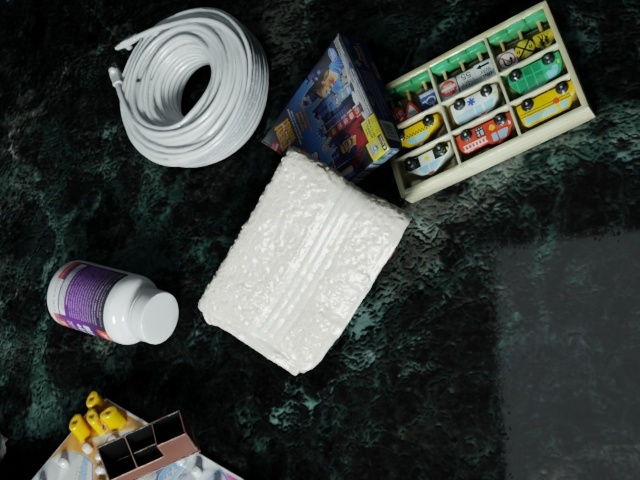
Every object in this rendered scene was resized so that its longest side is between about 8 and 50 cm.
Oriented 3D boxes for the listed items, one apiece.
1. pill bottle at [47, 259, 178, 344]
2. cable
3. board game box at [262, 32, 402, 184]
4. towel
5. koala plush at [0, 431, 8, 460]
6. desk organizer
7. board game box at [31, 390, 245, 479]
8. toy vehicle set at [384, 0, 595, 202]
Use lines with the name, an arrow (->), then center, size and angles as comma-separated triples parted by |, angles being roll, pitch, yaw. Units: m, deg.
pill bottle -> -0.314, 0.098, 1.428 | 0.193, 0.108, 0.108 | 11, 83, 33
cable -> -0.200, -0.235, 1.460 | 0.257, 0.089, 0.257 | -22, 68, 24
board game box -> 0.012, -0.148, 1.301 | 0.194, 0.060, 0.194 | -38, 61, 35
towel -> -0.028, 0.035, 1.230 | 0.187, 0.049, 0.282 | 31, 113, 1
koala plush -> -0.553, 0.385, 1.462 | 0.203, 0.196, 0.221 | -18, 68, 14
desk organizer -> -0.239, 0.288, 1.294 | 0.130, 0.050, 0.047 | -24, 46, -2
board game box -> -0.302, 0.430, 1.266 | 0.390, 0.050, 0.390 | 21, 60, 33
toy vehicle set -> 0.205, -0.179, 1.232 | 0.267, 0.035, 0.166 | -26, 66, 23
